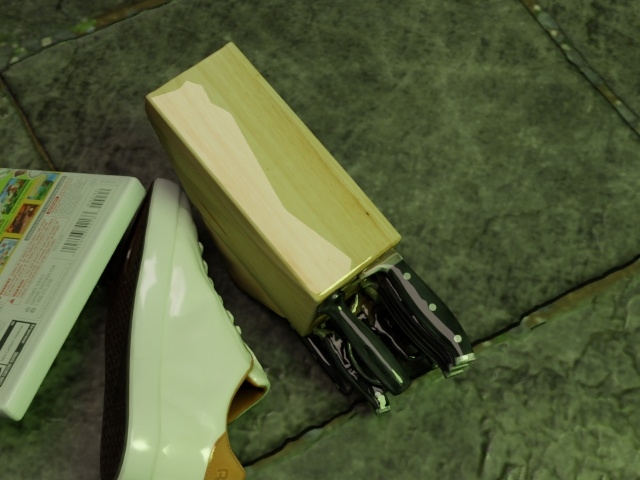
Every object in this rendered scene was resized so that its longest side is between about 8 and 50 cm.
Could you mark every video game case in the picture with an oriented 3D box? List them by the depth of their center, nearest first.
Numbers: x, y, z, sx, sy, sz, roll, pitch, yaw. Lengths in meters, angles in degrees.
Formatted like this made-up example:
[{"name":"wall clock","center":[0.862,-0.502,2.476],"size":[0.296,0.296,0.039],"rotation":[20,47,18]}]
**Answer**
[{"name":"video game case","center":[-0.277,0.034,0.967],"size":[0.206,0.026,0.227],"rotation":[5,56,29]}]

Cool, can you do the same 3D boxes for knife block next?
[{"name":"knife block","center":[0.000,0.000,0.896],"size":[0.088,0.275,0.242],"rotation":[-37,34,-20]}]

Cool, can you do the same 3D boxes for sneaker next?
[{"name":"sneaker","center":[-0.107,0.081,0.942],"size":[0.123,0.106,0.290],"rotation":[13,51,-21]}]
